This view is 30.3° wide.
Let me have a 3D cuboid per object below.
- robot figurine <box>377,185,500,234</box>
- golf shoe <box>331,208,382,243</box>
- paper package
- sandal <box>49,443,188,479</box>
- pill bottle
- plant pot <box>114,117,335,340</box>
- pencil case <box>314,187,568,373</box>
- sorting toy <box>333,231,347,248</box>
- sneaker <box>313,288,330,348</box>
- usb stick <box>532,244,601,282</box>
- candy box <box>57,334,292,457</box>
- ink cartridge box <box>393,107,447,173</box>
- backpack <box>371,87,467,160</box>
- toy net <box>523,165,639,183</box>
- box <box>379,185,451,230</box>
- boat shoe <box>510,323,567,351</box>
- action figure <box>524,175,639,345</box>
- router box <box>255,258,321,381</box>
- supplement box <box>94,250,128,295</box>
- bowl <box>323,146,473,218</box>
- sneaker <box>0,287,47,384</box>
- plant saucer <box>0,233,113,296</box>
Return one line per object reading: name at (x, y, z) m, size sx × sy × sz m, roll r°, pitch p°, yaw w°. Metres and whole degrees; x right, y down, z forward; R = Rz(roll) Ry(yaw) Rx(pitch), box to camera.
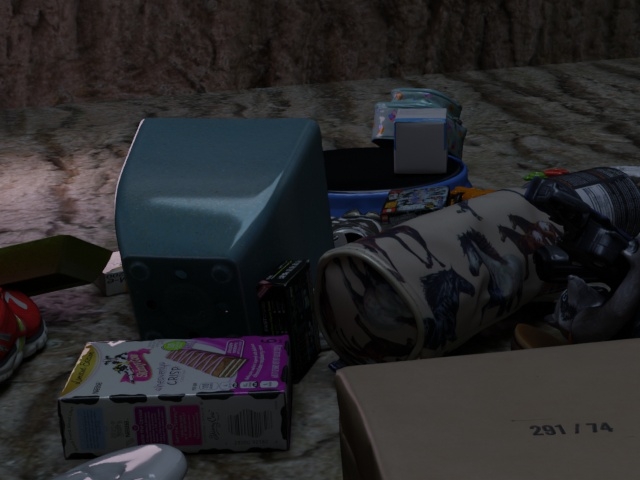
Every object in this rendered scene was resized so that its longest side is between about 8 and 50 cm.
robot figurine at (0.201, -0.013, 1.783) m, size 0.211 × 0.085 × 0.291 m, roll 7°, pitch 20°, yaw 28°
golf shoe at (0.000, 0.000, 1.787) m, size 0.198 × 0.077 × 0.094 m, roll -9°, pitch 27°, yaw 13°
paper package at (0.188, 0.205, 0.906) m, size 0.324 × 0.168 × 0.309 m, roll -5°, pitch 17°, yaw -6°
sandal at (-0.246, 0.288, 0.832) m, size 0.169 × 0.102 × 0.416 m, roll -7°, pitch 22°, yaw 44°
pill bottle at (0.354, -0.031, 1.706) m, size 0.130 × 0.131 × 0.245 m, roll 13°, pitch 17°, yaw 42°
plant pot at (-0.133, 0.010, 1.504) m, size 0.247 × 0.247 × 0.252 m, roll 1°, pitch 34°, yaw 13°
pencil case at (0.172, 0.049, 1.453) m, size 0.410 × 0.184 × 0.160 m, roll -20°, pitch -9°, yaw -46°
sorting toy at (0.013, 0.020, 1.715) m, size 0.083 × 0.075 × 0.045 m, roll 8°, pitch 19°, yaw 34°
sneaker at (0.054, 0.068, 1.516) m, size 0.080 × 0.094 × 0.212 m, roll 12°, pitch 21°, yaw 43°
usb stick at (0.393, 0.027, 1.401) m, size 0.277 × 0.045 × 0.077 m, roll 0°, pitch 4°, yaw -1°
candy box at (-0.148, 0.163, 1.266) m, size 0.233 × 0.071 × 0.159 m, roll -3°, pitch 17°, yaw 0°
ink cartridge box at (0.176, -0.177, 2.056) m, size 0.089 × 0.092 × 0.143 m, roll 0°, pitch 17°, yaw 8°
backpack at (0.188, -0.221, 2.307) m, size 0.165 × 0.145 × 0.188 m, roll 8°, pitch 0°, yaw 28°
toy net at (0.484, -0.103, 2.122) m, size 0.232 × 0.045 × 0.122 m, roll -8°, pitch 16°, yaw -25°
box at (0.139, -0.048, 1.716) m, size 0.093 × 0.027 × 0.137 m, roll -6°, pitch 15°, yaw 10°
boat shoe at (0.241, 0.152, 1.239) m, size 0.073 × 0.073 × 0.207 m, roll 17°, pitch 14°, yaw -11°
action figure at (0.324, 0.092, 1.215) m, size 0.341 × 0.179 × 0.330 m, roll 34°, pitch -3°, yaw -19°
router box at (-0.036, 0.093, 1.393) m, size 0.038 × 0.123 × 0.092 m, roll -1°, pitch 16°, yaw 20°
supplement box at (-0.300, 0.047, 1.740) m, size 0.062 × 0.036 × 0.098 m, roll -11°, pitch 19°, yaw -24°
bowl at (0.077, -0.094, 2.092) m, size 0.390 × 0.077 × 0.391 m, roll -2°, pitch 16°, yaw 1°
sneaker at (-0.402, 0.093, 1.450) m, size 0.107 × 0.118 × 0.279 m, roll -4°, pitch 13°, yaw -3°
plant saucer at (-0.399, 0.044, 1.624) m, size 0.188 × 0.045 × 0.188 m, roll -12°, pitch -10°, yaw 8°
